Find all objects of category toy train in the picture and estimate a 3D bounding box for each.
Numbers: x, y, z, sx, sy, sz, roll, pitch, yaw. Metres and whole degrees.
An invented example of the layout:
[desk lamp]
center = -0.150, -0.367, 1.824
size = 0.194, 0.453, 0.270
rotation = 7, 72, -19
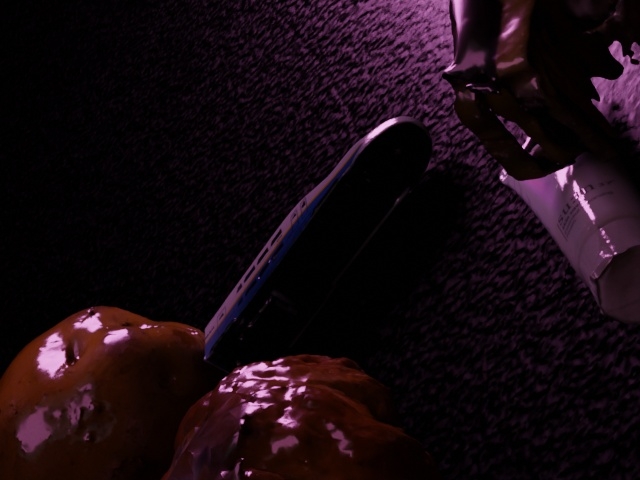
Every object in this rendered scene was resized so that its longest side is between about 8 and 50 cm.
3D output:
[toy train]
center = 0.000, 0.000, 1.224
size = 0.234, 0.052, 0.051
rotation = -54, 22, 22

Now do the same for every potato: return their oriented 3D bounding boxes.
[potato]
center = -0.210, 0.193, 1.337
size = 0.369, 0.176, 0.195
rotation = -53, 54, 31

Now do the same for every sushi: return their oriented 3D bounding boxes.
[sushi]
center = 0.158, -0.162, 0.994
size = 0.131, 0.139, 0.291
rotation = -12, 48, 36

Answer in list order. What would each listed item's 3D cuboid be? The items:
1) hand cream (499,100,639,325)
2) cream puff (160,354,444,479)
[hand cream]
center = 0.147, -0.023, 0.966
size = 0.078, 0.050, 0.205
rotation = -53, 23, 16
[cream puff]
center = -0.030, 0.176, 0.997
size = 0.269, 0.155, 0.241
rotation = 8, 73, 66
